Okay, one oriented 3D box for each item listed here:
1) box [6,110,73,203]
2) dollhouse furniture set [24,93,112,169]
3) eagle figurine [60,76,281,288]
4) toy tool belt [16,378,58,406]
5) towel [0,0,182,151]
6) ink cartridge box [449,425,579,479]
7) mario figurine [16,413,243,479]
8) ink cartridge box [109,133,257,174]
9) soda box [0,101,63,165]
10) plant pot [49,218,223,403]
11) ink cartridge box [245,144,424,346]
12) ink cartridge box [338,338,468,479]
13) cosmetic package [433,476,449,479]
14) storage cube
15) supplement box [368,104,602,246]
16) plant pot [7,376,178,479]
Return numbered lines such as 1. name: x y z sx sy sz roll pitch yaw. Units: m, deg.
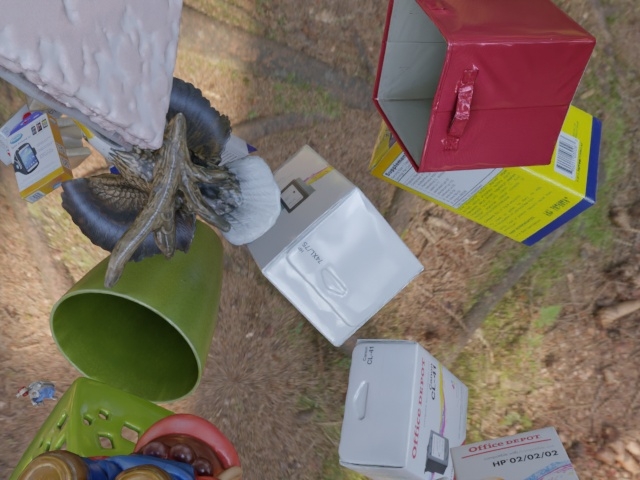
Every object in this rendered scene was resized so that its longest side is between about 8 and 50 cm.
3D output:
1. box: -0.434 -0.133 1.127 0.081 0.028 0.136 -29 62 10
2. dollhouse furniture set: -0.594 -0.315 1.501 0.394 0.256 0.362 -13 89 -33
3. eagle figurine: -0.205 -0.088 0.884 0.226 0.298 0.225 -27 108 -15
4. toy tool belt: -0.587 0.321 1.532 0.051 0.083 0.052 46 103 12
5. towel: -0.185 -0.256 0.521 0.053 0.332 0.317 2 80 14
6. ink cartridge box: 0.179 0.233 0.663 0.104 0.181 0.062 -14 110 6
7. mario figurine: -0.142 0.252 0.628 0.198 0.320 0.170 42 83 14
8. ink cartridge box: -0.262 -0.149 1.459 0.223 0.224 0.045 -27 69 19
9. soda box: -0.612 -0.258 1.562 0.069 0.073 0.216 50 43 -25
10. plant pot: -0.294 0.095 1.341 0.274 0.275 0.294 24 42 -2
11. ink cartridge box: 0.000 0.000 1.239 0.197 0.270 0.198 -42 118 1
12. ink cartridge box: 0.166 0.337 1.359 0.131 0.306 0.226 -4 63 27
13. cosmetic package: -0.066 0.300 0.433 0.365 0.197 0.155 -16 68 -32
14. storage cube: 0.196 -0.217 0.941 0.193 0.184 0.215 -4 41 -15
15. supplement box: 0.300 -0.171 1.334 0.356 0.194 0.195 23 60 -12
16. plant pot: -0.266 0.346 0.914 0.228 0.207 0.227 30 105 -21
